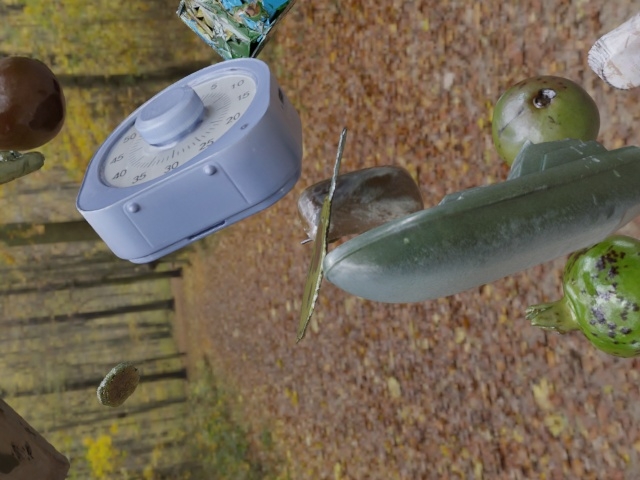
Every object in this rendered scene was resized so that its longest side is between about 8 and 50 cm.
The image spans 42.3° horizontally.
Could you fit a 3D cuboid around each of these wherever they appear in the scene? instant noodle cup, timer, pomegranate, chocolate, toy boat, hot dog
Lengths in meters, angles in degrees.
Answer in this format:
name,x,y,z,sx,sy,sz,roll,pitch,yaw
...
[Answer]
name,x,y,z,sx,sy,sz,roll,pitch,yaw
instant noodle cup,-0.167,-0.474,1.666,0.240,0.178,0.240,-52,9,11
timer,-0.220,-0.167,1.393,0.173,0.395,0.395,55,-173,-33
pomegranate,0.396,-0.179,1.429,0.210,0.179,0.179,49,-172,-30
pomegranate,0.476,0.102,1.385,0.211,0.263,0.211,-24,-90,-82
chocolate,-0.507,-0.214,1.354,0.177,0.177,0.176,175,90,-78
chocolate,0.078,-0.091,1.658,0.157,0.254,0.080,-113,14,-47
toy boat,0.119,-0.017,0.591,0.078,0.261,0.085,105,143,-58
hot dog,0.465,-0.282,1.139,0.191,0.108,0.059,-37,30,36

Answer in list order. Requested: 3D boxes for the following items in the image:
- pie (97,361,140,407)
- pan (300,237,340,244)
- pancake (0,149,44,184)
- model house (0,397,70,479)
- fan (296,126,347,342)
name,x,y,z,sx,sy,sz,roll,pitch,yaw
pie,-0.319,0.230,1.312,0.020,0.084,0.084,30,137,25
pan,0.001,-0.003,1.889,0.115,0.068,0.023,-23,62,35
pancake,-0.509,-0.088,1.141,0.253,0.254,0.037,-136,35,-73
model house,-0.543,0.360,1.107,0.297,0.283,0.317,59,-178,-17
fan,0.001,0.000,1.199,0.229,0.011,0.335,-93,14,-73
